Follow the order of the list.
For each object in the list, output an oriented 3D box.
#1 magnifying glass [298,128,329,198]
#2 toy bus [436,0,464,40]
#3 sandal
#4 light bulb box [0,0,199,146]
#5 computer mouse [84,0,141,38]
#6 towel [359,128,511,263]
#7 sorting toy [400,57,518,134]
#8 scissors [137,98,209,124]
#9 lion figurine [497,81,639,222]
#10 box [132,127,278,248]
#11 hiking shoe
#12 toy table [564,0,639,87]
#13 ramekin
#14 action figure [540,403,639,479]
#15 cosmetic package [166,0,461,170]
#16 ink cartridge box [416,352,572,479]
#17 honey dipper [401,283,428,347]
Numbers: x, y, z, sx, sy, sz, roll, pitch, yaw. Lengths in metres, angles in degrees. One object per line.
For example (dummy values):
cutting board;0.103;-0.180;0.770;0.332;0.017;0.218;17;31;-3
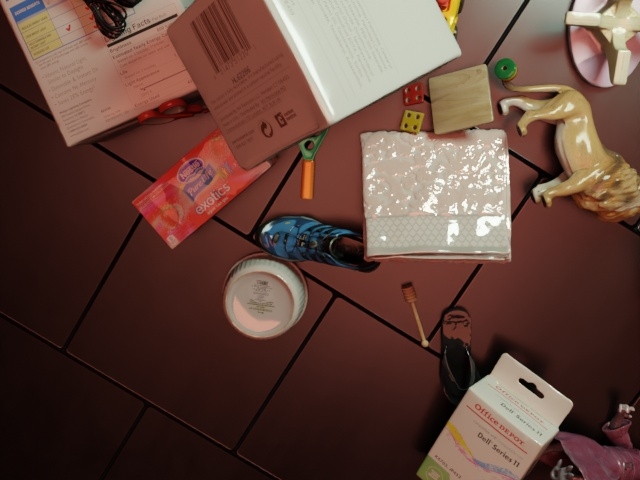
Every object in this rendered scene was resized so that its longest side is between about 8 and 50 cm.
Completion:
magnifying glass;-0.027;-0.211;1.811;0.092;0.026;0.230;4;102;3
toy bus;0.233;-0.485;1.649;0.150;0.211;0.220;8;103;0
sandal;0.330;0.291;1.870;0.097;0.054;0.254;-10;100;5
light bulb box;-0.433;-0.439;1.689;0.358;0.225;0.361;-22;98;8
computer mouse;-0.370;-0.546;1.523;0.272;0.072;0.188;-35;99;20
towel;0.254;-0.103;1.733;0.332;0.053;0.316;0;70;2
sorting toy;0.308;-0.305;1.731;0.275;0.046;0.132;-10;78;26
scissors;-0.274;-0.283;1.707;0.109;0.297;0.021;-25;87;31
lion figurine;0.562;-0.211;1.720;0.240;0.142;0.392;-20;95;0
box;-0.257;-0.137;1.776;0.300;0.154;0.142;-39;96;11
hiking shoe;0.000;0.000;1.785;0.304;0.132;0.113;8;83;-1
toy table;0.630;-0.464;1.654;0.252;0.161;0.274;-7;101;5
ramekin;-0.136;0.137;1.842;0.207;0.109;0.207;1;101;4
action figure;0.681;0.549;1.832;0.370;0.248;0.275;8;138;-22
cosmetic package;-0.011;-0.391;1.535;0.394;0.329;0.327;-34;99;-34
ink cartridge box;0.395;0.460;1.790;0.207;0.119;0.353;37;117;26
honey dipper;0.230;0.183;1.872;0.031;0.030;0.160;-16;104;6
